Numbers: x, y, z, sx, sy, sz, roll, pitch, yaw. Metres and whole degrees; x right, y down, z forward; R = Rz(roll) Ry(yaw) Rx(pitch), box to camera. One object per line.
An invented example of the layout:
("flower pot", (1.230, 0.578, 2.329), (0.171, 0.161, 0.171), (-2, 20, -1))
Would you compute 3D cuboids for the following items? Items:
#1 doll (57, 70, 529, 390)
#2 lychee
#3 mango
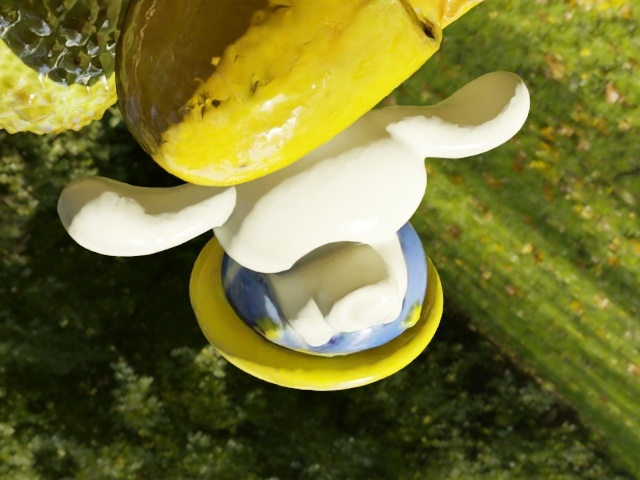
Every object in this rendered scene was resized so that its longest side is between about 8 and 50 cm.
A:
("doll", (-0.021, 0.016, 0.703), (0.242, 0.311, 0.159), (-51, 51, 54))
("lychee", (-0.249, -0.221, 0.876), (0.320, 0.270, 0.270), (12, -166, -42))
("mango", (0.007, -0.132, 0.464), (0.130, 0.262, 0.167), (45, 167, -28))
